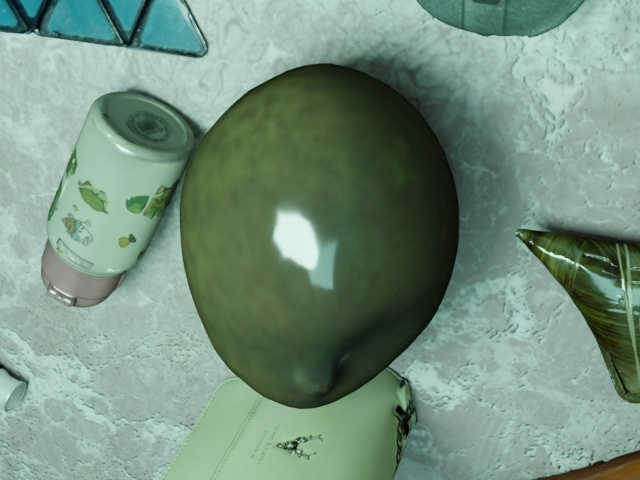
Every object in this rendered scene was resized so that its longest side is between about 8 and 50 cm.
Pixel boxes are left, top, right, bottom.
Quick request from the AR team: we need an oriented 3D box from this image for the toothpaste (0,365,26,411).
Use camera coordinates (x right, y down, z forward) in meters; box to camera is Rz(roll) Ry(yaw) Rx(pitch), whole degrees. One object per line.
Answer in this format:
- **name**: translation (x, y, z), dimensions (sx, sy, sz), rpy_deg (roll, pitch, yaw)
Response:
- **toothpaste**: translation (-0.479, 0.155, 1.355), dimensions (0.193, 0.045, 0.071), rpy_deg (29, 114, 8)

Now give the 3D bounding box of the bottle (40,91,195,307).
- **bottle**: translation (-0.235, -0.033, 1.133), dimensions (0.120, 0.120, 0.253), rpy_deg (32, 123, -1)

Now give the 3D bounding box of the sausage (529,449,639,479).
- **sausage**: translation (0.281, 0.317, 1.175), dimensions (0.330, 0.102, 0.102), rpy_deg (-22, 109, 25)

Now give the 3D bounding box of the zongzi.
- **zongzi**: translation (0.279, 0.081, 1.051), dimensions (0.184, 0.084, 0.187), rpy_deg (9, 118, 11)

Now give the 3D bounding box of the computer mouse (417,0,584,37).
- **computer mouse**: translation (0.157, -0.336, 0.849), dimensions (0.203, 0.114, 0.374), rpy_deg (10, 121, 11)

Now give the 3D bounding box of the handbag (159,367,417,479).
- **handbag**: translation (-0.046, 0.277, 1.099), dimensions (0.237, 0.358, 0.160), rpy_deg (-10, 112, 21)

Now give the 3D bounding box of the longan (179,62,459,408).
- **longan**: translation (0.000, 0.000, 0.992), dimensions (0.288, 0.288, 0.350), rpy_deg (16, 129, 9)

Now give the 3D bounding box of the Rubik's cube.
- **Rubik's cube**: translation (-0.278, -0.272, 1.000), dimensions (0.229, 0.233, 0.228), rpy_deg (-29, 64, -8)
